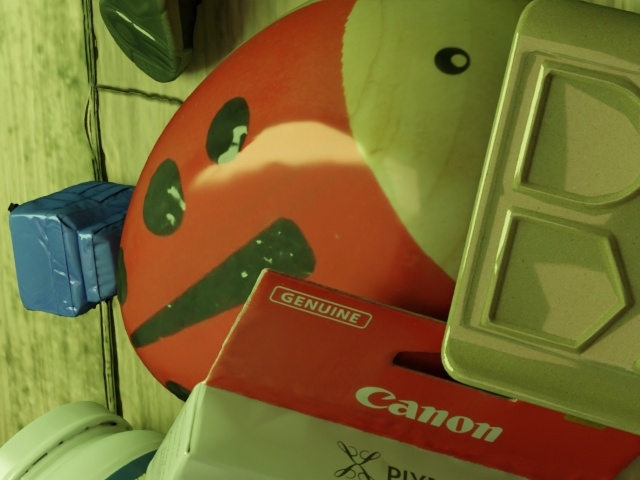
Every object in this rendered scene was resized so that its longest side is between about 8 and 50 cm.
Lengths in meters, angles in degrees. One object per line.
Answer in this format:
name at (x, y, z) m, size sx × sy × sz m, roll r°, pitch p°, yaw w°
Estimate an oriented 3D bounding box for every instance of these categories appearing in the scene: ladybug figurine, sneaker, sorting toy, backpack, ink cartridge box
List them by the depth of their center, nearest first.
sorting toy at (0.237, 0.008, 0.742) m, size 0.307 × 0.041 × 0.229 m, roll 15°, pitch 106°, yaw 12°
ink cartridge box at (0.053, 0.156, 0.885) m, size 0.296 × 0.066 × 0.261 m, roll 17°, pitch 139°, yaw -12°
ladybug figurine at (0.000, 0.000, 0.934) m, size 0.449 × 0.162 × 0.305 m, roll -36°, pitch 84°, yaw 41°
sneaker at (-0.100, -0.212, 0.991) m, size 0.087 × 0.130 × 0.227 m, roll 37°, pitch 154°, yaw 15°
backpack at (-0.183, 0.006, 1.110) m, size 0.101 × 0.120 × 0.098 m, roll 10°, pitch 111°, yaw 25°

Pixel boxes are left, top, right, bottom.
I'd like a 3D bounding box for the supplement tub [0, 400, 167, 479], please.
supplement tub at (-0.134, 0.307, 1.113) m, size 0.325 × 0.235 × 0.235 m, roll 35°, pitch 126°, yaw 22°
